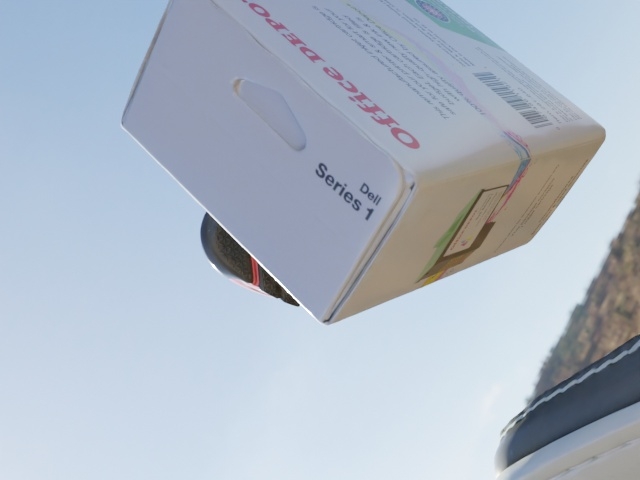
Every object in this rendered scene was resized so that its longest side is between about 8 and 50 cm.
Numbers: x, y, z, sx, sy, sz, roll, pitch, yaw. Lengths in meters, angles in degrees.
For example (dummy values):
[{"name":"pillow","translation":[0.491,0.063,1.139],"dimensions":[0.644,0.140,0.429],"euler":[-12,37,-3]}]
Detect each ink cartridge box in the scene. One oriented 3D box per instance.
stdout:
[{"name":"ink cartridge box","translation":[0.038,-0.076,0.725],"dimensions":[0.278,0.201,0.117],"euler":[-17,-36,-53]}]

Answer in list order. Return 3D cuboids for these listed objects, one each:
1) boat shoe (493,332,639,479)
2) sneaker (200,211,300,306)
[{"name":"boat shoe","translation":[0.205,0.044,0.448],"dimensions":[0.109,0.305,0.091],"euler":[43,-151,-37]},{"name":"sneaker","translation":[0.000,0.001,1.055],"dimensions":[0.313,0.136,0.116],"euler":[-1,-86,-40]}]
